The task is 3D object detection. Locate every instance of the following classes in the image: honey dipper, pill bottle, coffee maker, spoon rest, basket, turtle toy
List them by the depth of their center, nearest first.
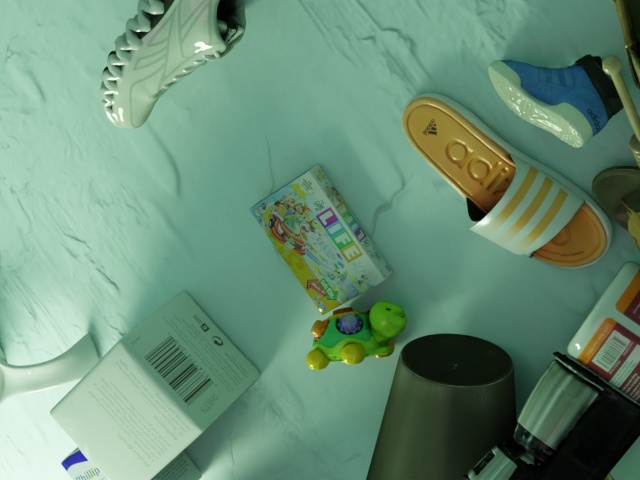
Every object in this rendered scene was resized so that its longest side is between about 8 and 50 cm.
[{"bbox_3d":[0.301,-0.124,1.401,0.030,0.030,0.161,-3,145,30],"label":"honey dipper"},{"bbox_3d":[0.375,0.128,1.478,0.221,0.121,0.121,35,125,10],"label":"pill bottle"},{"bbox_3d":[0.267,0.234,1.521,0.171,0.120,0.178,36,94,23],"label":"coffee maker"},{"bbox_3d":[0.144,0.234,1.644,0.204,0.154,0.227,12,115,21],"label":"basket"},{"bbox_3d":[0.044,0.109,1.678,0.130,0.095,0.066,-13,86,32],"label":"turtle toy"},{"bbox_3d":[-0.434,0.172,1.968,0.276,0.084,0.137,-6,110,30],"label":"spoon rest"}]

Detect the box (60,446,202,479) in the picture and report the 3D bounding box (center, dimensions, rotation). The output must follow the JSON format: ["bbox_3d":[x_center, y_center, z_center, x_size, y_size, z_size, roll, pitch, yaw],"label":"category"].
[{"bbox_3d":[-0.248,0.302,1.902,0.072,0.126,0.137,-33,95,38],"label":"box"}]

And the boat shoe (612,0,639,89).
[{"bbox_3d":[0.340,-0.168,1.353,0.122,0.120,0.324,-15,105,34],"label":"boat shoe"}]

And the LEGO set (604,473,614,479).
[{"bbox_3d":[0.360,0.281,1.598,0.287,0.107,0.132,19,87,25],"label":"LEGO set"}]

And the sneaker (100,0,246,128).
[{"bbox_3d":[-0.156,-0.227,1.613,0.118,0.110,0.292,32,126,1],"label":"sneaker"}]

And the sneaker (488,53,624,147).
[{"bbox_3d":[0.243,-0.157,1.457,0.152,0.084,0.058,40,163,46],"label":"sneaker"}]

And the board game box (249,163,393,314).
[{"bbox_3d":[0.000,0.000,1.679,0.103,0.026,0.154,-32,96,36],"label":"board game box"}]

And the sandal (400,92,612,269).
[{"bbox_3d":[0.181,-0.050,1.525,0.265,0.076,0.102,37,126,8],"label":"sandal"}]

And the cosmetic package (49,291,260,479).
[{"bbox_3d":[-0.208,0.194,1.811,0.151,0.151,0.183,48,126,1],"label":"cosmetic package"}]

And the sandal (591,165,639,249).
[{"bbox_3d":[0.349,-0.004,1.471,0.180,0.049,0.072,49,127,-1],"label":"sandal"}]
